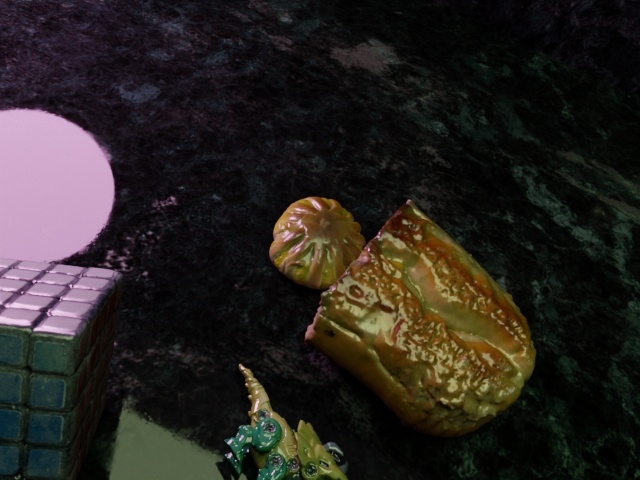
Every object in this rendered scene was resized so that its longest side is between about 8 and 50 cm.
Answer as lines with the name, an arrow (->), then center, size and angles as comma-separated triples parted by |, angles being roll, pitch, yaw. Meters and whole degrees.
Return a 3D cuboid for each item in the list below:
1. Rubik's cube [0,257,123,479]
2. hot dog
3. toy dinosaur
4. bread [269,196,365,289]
Rubik's cube -> -0.401, 0.162, 0.651 | 0.236, 0.238, 0.238 | 10, 11, -13
hot dog -> 0.207, 0.155, 0.958 | 0.365, 0.196, 0.367 | 37, 58, 11
toy dinosaur -> -0.083, 0.305, 0.804 | 0.153, 0.094, 0.259 | -26, 57, -33
bread -> 0.000, 0.000, 1.061 | 0.213, 0.105, 0.213 | 12, 50, -14
